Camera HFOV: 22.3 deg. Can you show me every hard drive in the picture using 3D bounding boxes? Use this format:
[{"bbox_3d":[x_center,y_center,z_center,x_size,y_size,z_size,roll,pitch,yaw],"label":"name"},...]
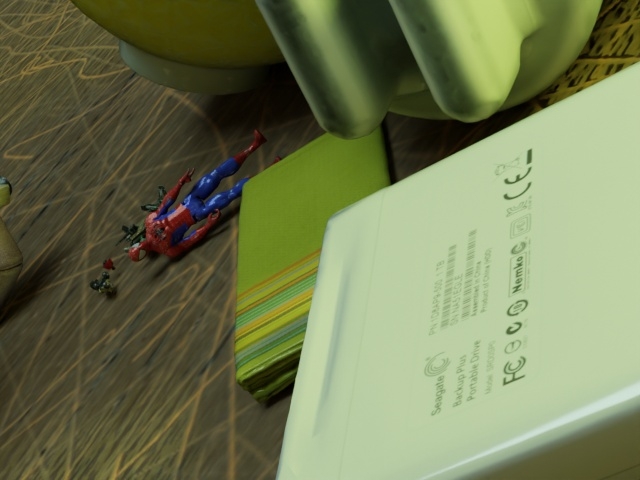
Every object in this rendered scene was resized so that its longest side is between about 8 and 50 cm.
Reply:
[{"bbox_3d":[0.148,-0.007,0.643,0.353,0.047,0.233,-27,27,24],"label":"hard drive"}]

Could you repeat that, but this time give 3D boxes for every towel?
[{"bbox_3d":[0.000,0.000,0.909,0.102,0.021,0.237,-29,24,12],"label":"towel"}]

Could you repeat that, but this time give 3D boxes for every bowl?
[{"bbox_3d":[-0.078,-0.198,1.158,0.289,0.289,0.156,-87,7,-59],"label":"bowl"}]

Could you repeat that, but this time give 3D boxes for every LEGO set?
[{"bbox_3d":[-0.121,0.004,1.084,0.083,0.023,0.054,-53,21,5],"label":"LEGO set"}]

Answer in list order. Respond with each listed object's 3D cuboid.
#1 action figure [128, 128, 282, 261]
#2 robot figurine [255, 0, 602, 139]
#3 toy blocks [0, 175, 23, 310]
[{"bbox_3d":[-0.077,-0.024,1.039,0.115,0.038,0.030,-39,-9,3],"label":"action figure"},{"bbox_3d":[0.080,-0.208,0.922,0.300,0.199,0.353,-2,41,29],"label":"robot figurine"},{"bbox_3d":[-0.385,0.107,1.100,0.289,0.260,0.309,1,12,17],"label":"toy blocks"}]
